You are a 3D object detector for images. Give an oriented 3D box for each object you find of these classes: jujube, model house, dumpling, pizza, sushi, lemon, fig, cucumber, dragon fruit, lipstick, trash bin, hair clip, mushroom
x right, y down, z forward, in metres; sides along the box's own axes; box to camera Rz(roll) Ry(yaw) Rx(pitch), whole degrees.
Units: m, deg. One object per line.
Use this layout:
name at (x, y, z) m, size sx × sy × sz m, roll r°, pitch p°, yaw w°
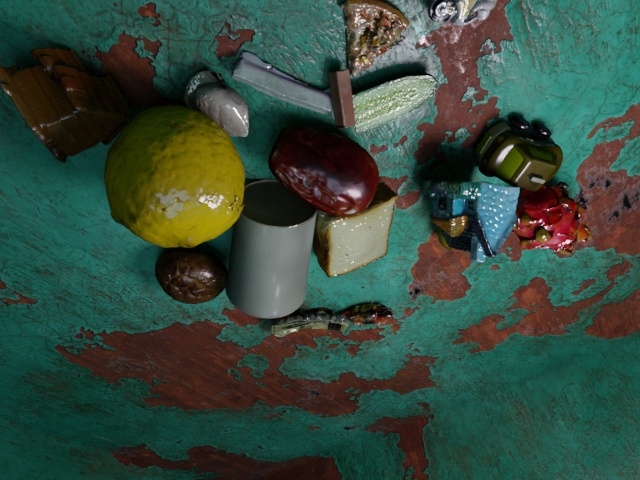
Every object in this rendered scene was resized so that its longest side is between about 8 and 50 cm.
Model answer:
jujube at (0.013, -0.203, 1.275) m, size 0.318 × 0.223 × 0.223 m, roll 23°, pitch 127°, yaw -14°
model house at (-0.605, -0.337, 1.084) m, size 0.229 × 0.199 × 0.219 m, roll -28°, pitch 179°, yaw -17°
dumpling at (-0.267, -0.349, 1.165) m, size 0.150 × 0.092 × 0.176 m, roll -15°, pitch 144°, yaw 35°
pizza at (0.115, -0.498, 1.117) m, size 0.185 × 0.052 × 0.195 m, roll 12°, pitch 131°, yaw -16°
sushi at (0.200, 0.314, 1.888) m, size 0.226 × 0.097 × 0.103 m, roll -3°, pitch 130°, yaw 14°
model house at (0.437, -0.064, 1.388) m, size 0.226 × 0.261 × 0.241 m, roll 1°, pitch 96°, yaw -17°
lemon at (-0.364, -0.166, 1.133) m, size 0.350 × 0.387 × 0.350 m, roll -11°, pitch 164°, yaw -3°
fig at (0.477, -0.042, 1.578) m, size 0.136 × 0.121 × 0.153 m, roll 7°, pitch 109°, yaw -9°
cucumber at (0.198, -0.390, 1.224) m, size 0.244 × 0.063 × 0.115 m, roll -17°, pitch 122°, yaw 8°
dragon fruit at (0.779, -0.064, 1.516) m, size 0.307 × 0.227 × 0.243 m, roll 16°, pitch 167°, yaw 15°
lipstick at (0.058, -0.376, 1.185) m, size 0.045 × 0.045 × 0.145 m, roll -23°, pitch 116°, yaw -29°
trash bin at (-0.162, 0.047, 1.446) m, size 0.280 × 0.280 × 0.432 m, roll 2°, pitch 130°, yaw -12°
hair clip at (-0.047, 0.335, 1.869) m, size 0.321 × 0.091 × 0.138 m, roll -2°, pitch 146°, yaw -8°
mushroom at (-0.452, 0.125, 1.554) m, size 0.253 × 0.153 × 0.253 m, roll 4°, pitch 137°, yaw 4°

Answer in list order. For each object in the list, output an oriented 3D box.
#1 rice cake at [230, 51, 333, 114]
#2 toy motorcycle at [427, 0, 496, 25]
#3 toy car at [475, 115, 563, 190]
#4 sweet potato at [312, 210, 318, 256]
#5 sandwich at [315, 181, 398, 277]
rice cake at (-0.088, -0.410, 1.174) m, size 0.290 × 0.051 × 0.081 m, roll 13°, pitch 96°, yaw -22°
toy motorcycle at (0.370, -0.593, 1.052) m, size 0.151 × 0.074 × 0.229 m, roll 28°, pitch 122°, yaw -35°
toy car at (0.619, -0.235, 1.353) m, size 0.248 × 0.198 × 0.204 m, roll 9°, pitch 130°, yaw -20°
sweet potato at (0.000, 0.000, 1.573) m, size 0.067 × 0.059 × 0.281 m, roll -27°, pitch 138°, yaw -13°
sandwich at (0.111, -0.023, 1.485) m, size 0.271 × 0.099 × 0.301 m, roll -19°, pitch 142°, yaw -15°
